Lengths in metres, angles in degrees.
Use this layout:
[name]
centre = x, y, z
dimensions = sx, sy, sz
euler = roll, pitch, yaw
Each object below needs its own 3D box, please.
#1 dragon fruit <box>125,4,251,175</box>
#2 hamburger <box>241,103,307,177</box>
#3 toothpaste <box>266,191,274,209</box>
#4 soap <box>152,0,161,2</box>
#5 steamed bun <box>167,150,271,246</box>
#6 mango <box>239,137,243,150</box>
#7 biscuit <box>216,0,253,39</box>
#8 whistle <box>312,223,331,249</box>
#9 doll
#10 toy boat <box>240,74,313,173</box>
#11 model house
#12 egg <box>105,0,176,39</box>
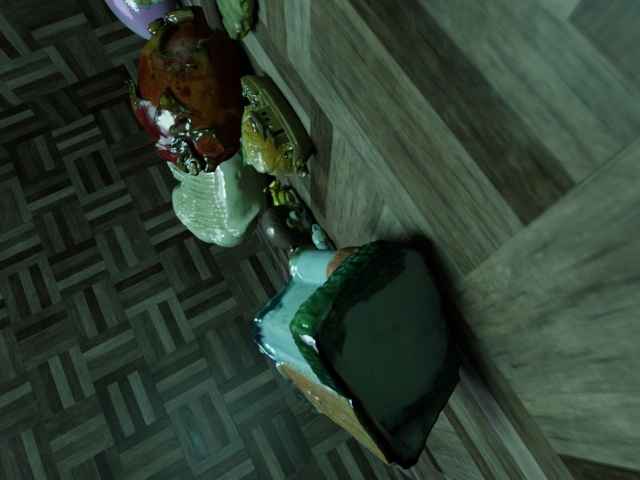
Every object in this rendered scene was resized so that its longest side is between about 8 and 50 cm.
[dragon fruit]
centre = -0.262, -0.299, 0.878
dimensions = 0.315, 0.250, 0.250
euler = 62, 169, -8
[hamburger]
centre = -0.103, -0.185, 0.812
dimensions = 0.176, 0.102, 0.087
euler = 63, 157, -3
[toothpaste]
centre = -0.181, -0.127, 1.390
dimensions = 0.266, 0.065, 0.050
euler = 56, 167, 32
[soap]
centre = -0.326, -0.625, 0.729
dimensions = 0.347, 0.115, 0.208
euler = 66, 168, -17
[steamed bun]
centre = -0.284, -0.166, 1.276
dimensions = 0.339, 0.247, 0.352
euler = 10, 123, 40
[mango]
centre = -0.226, -0.309, 1.049
dimensions = 0.267, 0.111, 0.133
euler = 47, 143, 33
[biscuit]
centre = -0.152, -0.432, 0.607
dimensions = 0.187, 0.036, 0.273
euler = 46, 160, 55
[whistle]
centre = 0.000, 0.000, 0.939
dimensions = 0.035, 0.035, 0.100
euler = 76, 177, -50
[doll]
centre = -0.082, -0.056, 0.986
dimensions = 0.145, 0.096, 0.188
euler = -13, -104, -59
[toy boat]
centre = -0.083, -0.206, 0.739
dimensions = 0.206, 0.072, 0.064
euler = 59, 169, 20
[model house]
centre = 0.009, 0.126, 0.583
dimensions = 0.291, 0.184, 0.253
euler = 3, 133, 48
[egg]
centre = -0.520, -0.716, 1.218
dimensions = 0.271, 0.196, 0.196
euler = 53, 174, -27
